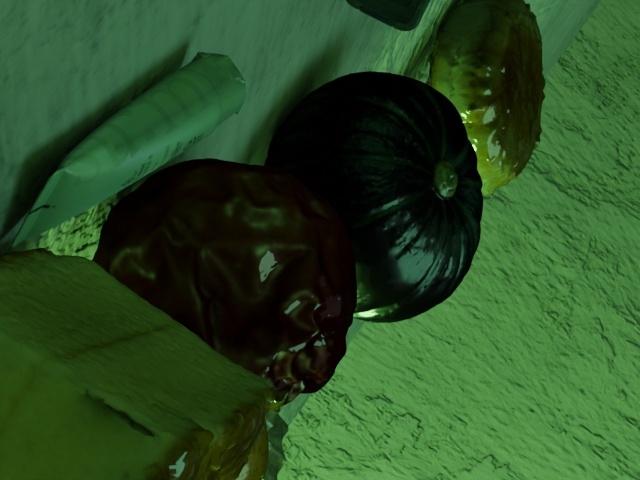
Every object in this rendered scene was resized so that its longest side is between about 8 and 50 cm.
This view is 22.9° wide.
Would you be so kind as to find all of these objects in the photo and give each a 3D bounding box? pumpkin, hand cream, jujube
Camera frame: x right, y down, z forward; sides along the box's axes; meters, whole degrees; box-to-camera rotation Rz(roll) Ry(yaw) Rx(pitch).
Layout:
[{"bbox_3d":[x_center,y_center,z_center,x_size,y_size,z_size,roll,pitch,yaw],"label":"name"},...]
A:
[{"bbox_3d":[0.030,-0.038,1.573,0.248,0.248,0.248,-54,172,-11],"label":"pumpkin"},{"bbox_3d":[-0.124,-0.063,1.040,0.205,0.050,0.078,-41,175,-46],"label":"hand cream"},{"bbox_3d":[-0.083,0.046,1.255,0.216,0.216,0.342,-54,180,-10],"label":"jujube"}]

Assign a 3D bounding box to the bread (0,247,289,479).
[{"bbox_3d":[-0.194,0.166,0.973,0.279,0.207,0.279,-58,174,10],"label":"bread"}]

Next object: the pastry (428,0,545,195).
[{"bbox_3d":[0.213,-0.200,2.079,0.257,0.121,0.236,-65,146,-35],"label":"pastry"}]

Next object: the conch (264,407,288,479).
[{"bbox_3d":[-0.116,0.214,1.737,0.159,0.210,0.291,-29,171,-38],"label":"conch"}]

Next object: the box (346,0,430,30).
[{"bbox_3d":[0.073,-0.247,1.417,0.099,0.074,0.054,-62,-176,38],"label":"box"}]

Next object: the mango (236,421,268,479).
[{"bbox_3d":[-0.152,0.213,1.549,0.160,0.191,0.290,-36,166,-47],"label":"mango"}]

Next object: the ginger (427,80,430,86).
[{"bbox_3d":[0.201,-0.241,2.275,0.165,0.067,0.096,-43,173,5],"label":"ginger"}]
